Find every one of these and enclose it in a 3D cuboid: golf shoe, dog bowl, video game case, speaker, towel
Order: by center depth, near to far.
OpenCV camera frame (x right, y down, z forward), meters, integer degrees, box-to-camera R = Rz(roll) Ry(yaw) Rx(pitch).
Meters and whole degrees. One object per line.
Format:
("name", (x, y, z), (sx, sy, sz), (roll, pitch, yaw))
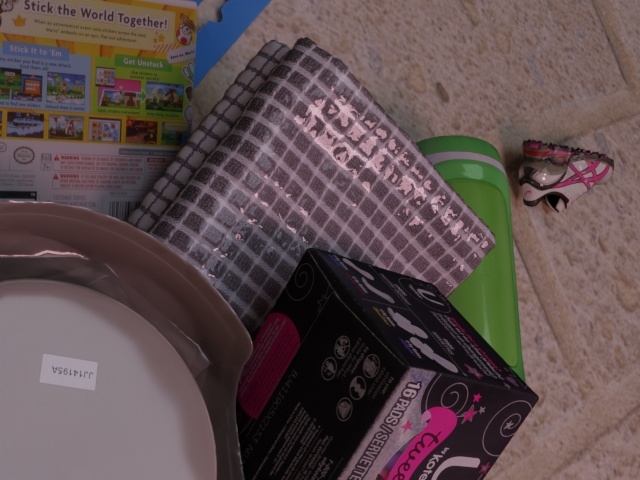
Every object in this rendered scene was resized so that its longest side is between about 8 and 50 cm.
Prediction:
("dog bowl", (-0.196, 0.154, 0.767), (0.348, 0.102, 0.349), (11, 68, -30))
("video game case", (-0.197, -0.101, 0.917), (0.227, 0.026, 0.206), (-2, 97, -44))
("towel", (0.000, 0.000, 0.990), (0.283, 0.121, 0.235), (43, 73, -29))
("speaker", (0.137, 0.048, 1.163), (0.131, 0.131, 0.297), (19, 60, -38))
("golf shoe", (0.305, -0.078, 1.438), (0.186, 0.067, 0.086), (1, 101, -46))

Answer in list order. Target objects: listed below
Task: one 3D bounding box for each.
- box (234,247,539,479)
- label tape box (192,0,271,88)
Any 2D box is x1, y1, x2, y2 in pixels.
("box", (0.020, 0.160, 0.877), (0.142, 0.247, 0.163), (15, 22, -37))
("label tape box", (-0.159, -0.339, 1.050), (0.348, 0.115, 0.249), (48, 46, -16))
